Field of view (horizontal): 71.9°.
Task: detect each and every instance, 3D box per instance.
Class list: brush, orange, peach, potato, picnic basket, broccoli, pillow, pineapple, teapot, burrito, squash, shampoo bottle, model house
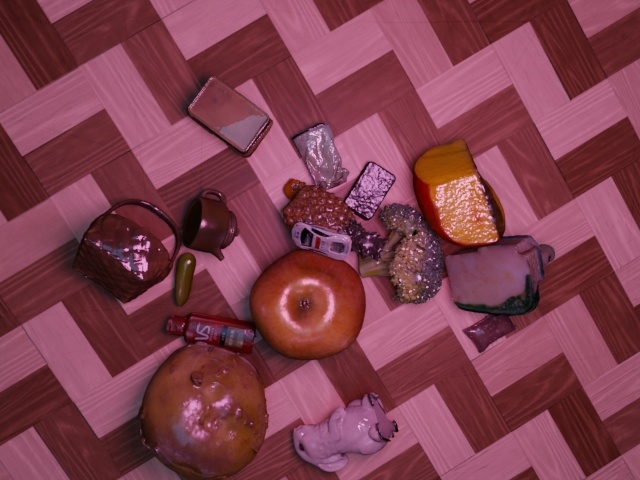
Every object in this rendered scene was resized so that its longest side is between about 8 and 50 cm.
[{"bbox_3d":[0.178,-0.181,1.610,0.123,0.059,0.197,31,91,-4],"label":"brush"},{"bbox_3d":[-0.090,-0.183,1.590,0.086,0.062,0.086,0,96,-2],"label":"orange"},{"bbox_3d":[0.461,-0.135,1.496,0.242,0.380,0.306,-23,125,15],"label":"peach"},{"bbox_3d":[-0.383,0.595,1.465,0.442,0.319,0.385,33,103,-10],"label":"potato"},{"bbox_3d":[-0.616,0.008,1.483,0.293,0.337,0.337,40,90,-15],"label":"picnic basket"},{"bbox_3d":[0.287,0.056,1.538,0.302,0.249,0.375,-16,100,-6],"label":"broccoli"},{"bbox_3d":[0.649,0.340,1.681,0.185,0.043,0.118,-33,93,-2],"label":"pillow"},{"bbox_3d":[0.060,-0.045,1.495,0.362,0.202,0.202,29,91,23],"label":"pineapple"},{"bbox_3d":[-0.366,-0.057,1.534,0.175,0.186,0.267,16,61,-37],"label":"teapot"},{"bbox_3d":[0.007,-0.296,1.580,0.144,0.089,0.229,-23,94,12],"label":"burrito"},{"bbox_3d":[-0.489,0.140,1.582,0.066,0.066,0.201,11,98,-5],"label":"squash"},{"bbox_3d":[-0.389,0.328,1.591,0.314,0.076,0.118,11,100,-5],"label":"shampoo bottle"},{"bbox_3d":[0.645,0.097,1.545,0.284,0.298,0.243,-25,103,-41],"label":"model house"},{"bbox_3d":[-0.309,-0.420,1.522,0.267,0.139,0.165,35,90,-5],"label":"picnic basket"}]

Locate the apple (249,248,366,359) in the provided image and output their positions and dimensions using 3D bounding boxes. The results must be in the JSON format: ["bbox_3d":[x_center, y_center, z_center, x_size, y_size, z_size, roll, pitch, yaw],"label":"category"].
[{"bbox_3d":[-0.040,0.215,1.478,0.392,0.346,0.391,0,88,0],"label":"apple"}]

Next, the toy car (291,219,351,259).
[{"bbox_3d":[0.000,0.000,1.415,0.205,0.056,0.095,17,115,11],"label":"toy car"}]

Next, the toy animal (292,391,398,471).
[{"bbox_3d":[0.083,0.713,1.610,0.357,0.194,0.258,-29,119,14],"label":"toy animal"}]
